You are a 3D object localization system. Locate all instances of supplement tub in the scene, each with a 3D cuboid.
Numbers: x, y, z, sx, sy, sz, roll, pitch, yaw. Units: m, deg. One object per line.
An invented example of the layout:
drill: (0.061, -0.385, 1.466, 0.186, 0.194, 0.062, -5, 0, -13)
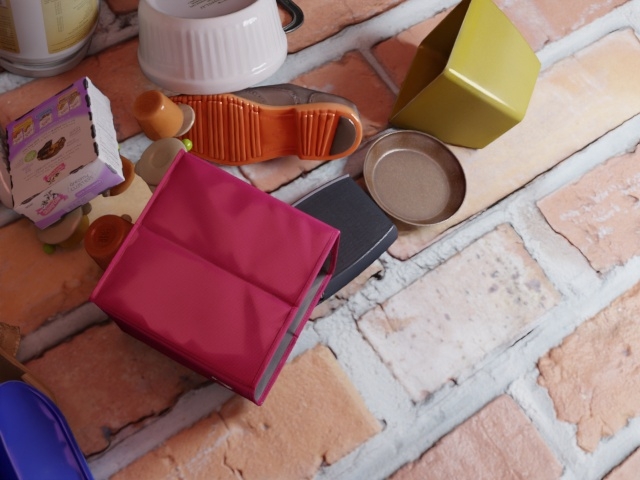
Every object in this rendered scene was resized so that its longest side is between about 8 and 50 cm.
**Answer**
supplement tub: (-0.481, -0.436, 1.430, 0.228, 0.316, 0.229, 5, 66, -11)

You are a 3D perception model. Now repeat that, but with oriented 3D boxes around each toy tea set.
toy tea set: (-0.297, -0.080, 1.422, 0.200, 0.124, 0.336, 30, 79, 31)

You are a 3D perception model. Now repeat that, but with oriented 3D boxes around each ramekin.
ramekin: (-0.194, -0.379, 1.516, 0.272, 0.127, 0.273, -2, 42, 2)

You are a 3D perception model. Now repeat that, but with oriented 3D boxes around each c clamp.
c clamp: (-0.117, -0.447, 1.682, 0.160, 0.022, 0.137, 38, 59, 7)

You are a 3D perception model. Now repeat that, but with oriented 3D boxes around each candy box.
candy box: (-0.409, -0.140, 1.383, 0.164, 0.070, 0.196, -28, 52, 11)

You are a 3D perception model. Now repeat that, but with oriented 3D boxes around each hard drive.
hard drive: (0.000, 0.000, 1.487, 0.254, 0.054, 0.172, -36, 78, -24)

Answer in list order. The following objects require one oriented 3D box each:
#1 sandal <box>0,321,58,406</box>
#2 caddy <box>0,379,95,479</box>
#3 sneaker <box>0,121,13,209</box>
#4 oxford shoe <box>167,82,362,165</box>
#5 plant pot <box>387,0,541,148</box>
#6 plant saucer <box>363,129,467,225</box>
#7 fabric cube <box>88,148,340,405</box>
sandal: (-0.476, 0.166, 1.312, 0.240, 0.088, 0.079, 43, 33, 1)
caddy: (-0.443, 0.359, 1.167, 0.241, 0.179, 0.341, -16, 69, -42)
sneaker: (-0.554, -0.139, 1.423, 0.094, 0.090, 0.235, -31, 75, -4)
oxford shoe: (-0.110, -0.215, 1.545, 0.363, 0.130, 0.133, 5, 32, -3)
plant pot: (0.279, -0.293, 1.608, 0.187, 0.212, 0.212, 30, 63, -13)
plant saucer: (0.168, -0.108, 1.579, 0.198, 0.036, 0.199, 6, 64, -12)
fabric cube: (-0.144, 0.067, 1.284, 0.258, 0.254, 0.259, 27, 76, 5)
